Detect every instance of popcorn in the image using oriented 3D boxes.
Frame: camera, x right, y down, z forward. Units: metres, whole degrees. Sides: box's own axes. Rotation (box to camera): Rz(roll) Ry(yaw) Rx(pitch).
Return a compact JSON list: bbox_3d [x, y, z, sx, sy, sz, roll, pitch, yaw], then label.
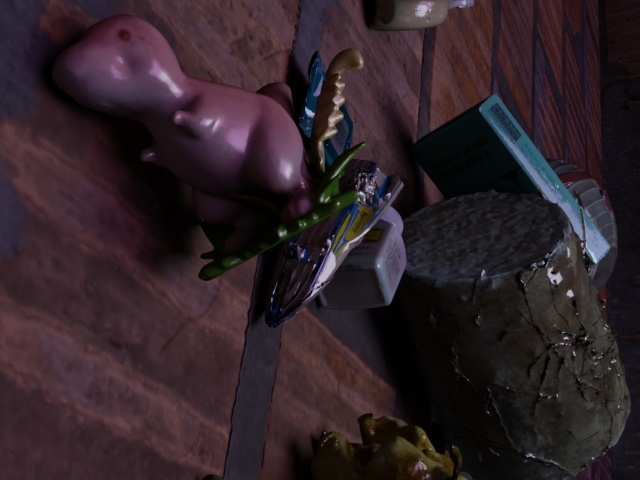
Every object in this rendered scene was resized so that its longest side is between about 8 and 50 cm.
[{"bbox_3d":[0.079,0.253,0.777,0.168,0.173,0.195,-5,96,-23],"label":"popcorn"}]

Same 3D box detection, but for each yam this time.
[{"bbox_3d":[0.219,0.118,1.025,0.348,0.241,0.241,66,31,-31],"label":"yam"}]

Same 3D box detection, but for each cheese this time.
[{"bbox_3d":[0.119,-0.287,1.064,0.171,0.092,0.048,-33,130,-54],"label":"cheese"}]

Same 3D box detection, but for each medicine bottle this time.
[{"bbox_3d":[0.044,0.014,0.854,0.118,0.074,0.055,-59,136,-52],"label":"medicine bottle"}]

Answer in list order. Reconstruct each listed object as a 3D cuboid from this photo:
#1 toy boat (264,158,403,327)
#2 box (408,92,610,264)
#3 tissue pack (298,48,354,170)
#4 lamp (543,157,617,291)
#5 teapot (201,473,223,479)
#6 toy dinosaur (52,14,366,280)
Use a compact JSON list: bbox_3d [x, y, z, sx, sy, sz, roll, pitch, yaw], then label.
[{"bbox_3d":[0.000,0.000,0.778,0.210,0.084,0.066,-58,132,-38],"label":"toy boat"},{"bbox_3d":[0.225,-0.054,1.062,0.041,0.162,0.229,-42,96,-27],"label":"box"},{"bbox_3d":[0.005,-0.116,0.861,0.138,0.027,0.085,53,42,-55],"label":"tissue pack"},{"bbox_3d":[0.309,-0.008,1.257,0.265,0.233,0.233,10,76,-63],"label":"lamp"},{"bbox_3d":[-0.083,0.210,0.588,0.080,0.085,0.110,29,26,-34],"label":"teapot"},{"bbox_3d":[-0.076,-0.071,0.598,0.194,0.152,0.177,-27,91,-38],"label":"toy dinosaur"}]
